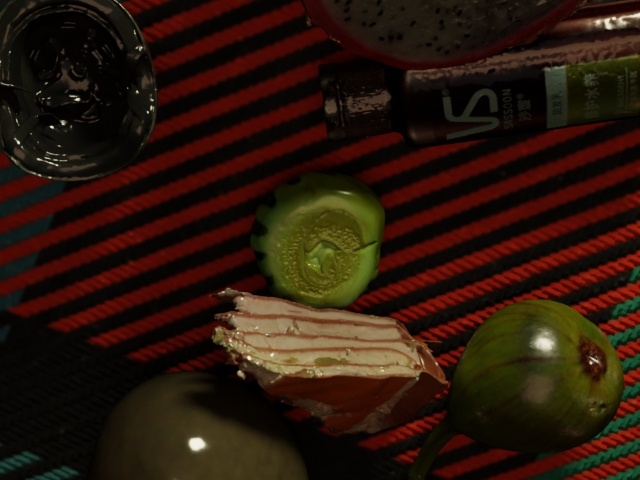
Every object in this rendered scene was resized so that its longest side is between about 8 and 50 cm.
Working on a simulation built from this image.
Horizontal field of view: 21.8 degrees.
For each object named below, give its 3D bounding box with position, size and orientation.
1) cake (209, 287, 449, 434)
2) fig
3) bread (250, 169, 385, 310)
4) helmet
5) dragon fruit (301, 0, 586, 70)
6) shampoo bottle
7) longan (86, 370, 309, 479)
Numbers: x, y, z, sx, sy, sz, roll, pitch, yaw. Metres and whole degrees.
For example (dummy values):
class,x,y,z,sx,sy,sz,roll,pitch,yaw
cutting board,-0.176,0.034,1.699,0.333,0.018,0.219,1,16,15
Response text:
class,x,y,z,sx,sy,sz,roll,pitch,yaw
cake,-0.008,0.119,1.559,0.287,0.098,0.135,20,138,-41
fig,0.167,0.154,1.624,0.259,0.151,0.151,-30,109,38
bread,0.000,0.000,1.575,0.130,0.071,0.139,-12,112,2
helmet,-0.219,-0.142,1.512,0.153,0.107,0.176,-11,90,7
dragon fruit,0.087,-0.316,1.393,0.306,0.225,0.305,-11,138,-10
shampoo bottle,0.162,-0.147,1.510,0.323,0.084,0.129,-7,141,2
longan,-0.115,0.239,1.566,0.248,0.248,0.248,0,109,0
